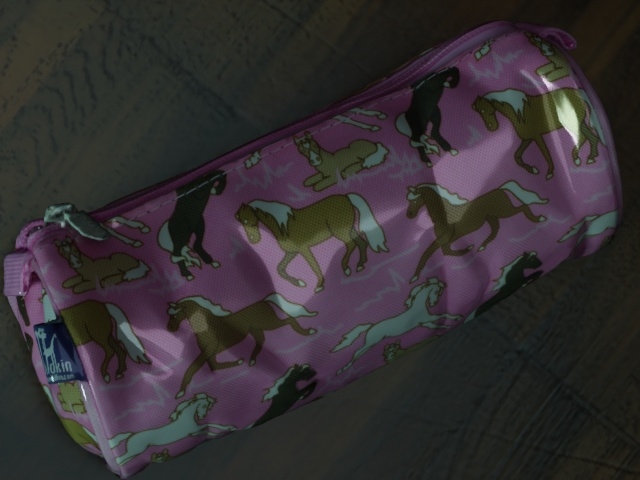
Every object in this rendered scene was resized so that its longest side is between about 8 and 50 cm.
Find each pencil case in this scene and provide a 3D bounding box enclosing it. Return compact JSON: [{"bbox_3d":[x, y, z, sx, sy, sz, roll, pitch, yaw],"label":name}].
[{"bbox_3d":[0.000,0.000,1.234,0.386,0.167,0.160,-24,59,-11],"label":"pencil case"}]
